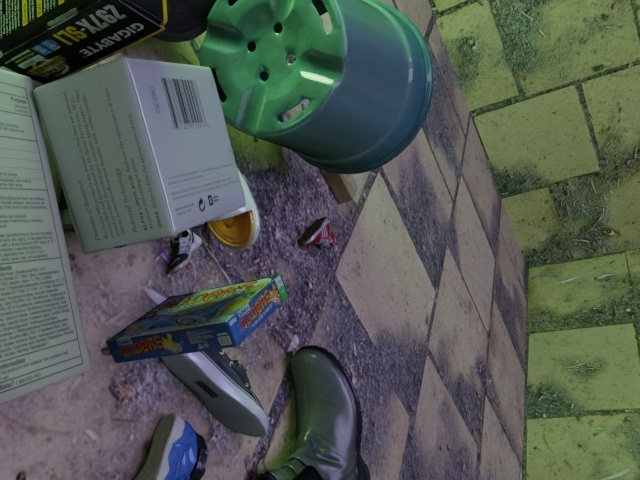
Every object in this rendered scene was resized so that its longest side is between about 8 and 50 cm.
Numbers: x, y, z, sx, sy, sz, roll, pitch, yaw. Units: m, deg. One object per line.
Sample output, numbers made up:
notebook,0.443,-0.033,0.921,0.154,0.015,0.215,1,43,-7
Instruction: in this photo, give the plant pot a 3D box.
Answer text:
plant pot,-0.010,-0.292,1.011,0.334,0.340,0.342,-9,86,-66

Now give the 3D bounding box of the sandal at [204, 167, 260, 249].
sandal,-0.185,-0.104,0.916,0.076,0.101,0.265,-21,88,-60

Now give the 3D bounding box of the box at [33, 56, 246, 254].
box,-0.191,-0.098,0.662,0.181,0.118,0.182,-37,115,-68

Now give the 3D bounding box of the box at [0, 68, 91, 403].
box,-0.338,-0.003,0.550,0.148,0.121,0.311,-5,83,-70

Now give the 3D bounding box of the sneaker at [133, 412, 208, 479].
sneaker,-0.193,0.311,0.761,0.085,0.058,0.152,49,32,-27

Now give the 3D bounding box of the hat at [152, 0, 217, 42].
hat,-0.260,-0.464,0.872,0.331,0.133,0.332,-15,109,-49

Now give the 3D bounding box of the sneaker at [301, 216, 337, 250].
sneaker,0.000,0.000,1.248,0.067,0.042,0.118,65,29,-15

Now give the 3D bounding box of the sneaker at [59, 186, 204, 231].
sneaker,-0.248,-0.090,0.798,0.226,0.086,0.164,6,76,-59

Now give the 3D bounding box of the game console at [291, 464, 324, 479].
game console,-0.030,0.435,0.906,0.122,0.071,0.107,-27,130,-43

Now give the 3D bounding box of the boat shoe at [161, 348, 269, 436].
boat shoe,-0.145,0.206,0.879,0.228,0.080,0.076,51,39,-27

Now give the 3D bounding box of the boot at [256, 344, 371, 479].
boot,-0.024,0.361,0.997,0.222,0.118,0.338,-8,78,-51

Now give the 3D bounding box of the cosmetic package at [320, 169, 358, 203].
cosmetic package,0.043,-0.151,1.387,0.115,0.041,0.060,59,33,-30

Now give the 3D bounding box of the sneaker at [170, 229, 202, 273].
sneaker,-0.212,0.015,0.885,0.037,0.031,0.083,47,33,-21

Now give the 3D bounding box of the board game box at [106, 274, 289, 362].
board game box,-0.157,0.101,0.761,0.136,0.201,0.035,-41,114,-59

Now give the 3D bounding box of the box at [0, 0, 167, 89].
box,-0.294,-0.345,0.645,0.079,0.257,0.322,13,67,-58
